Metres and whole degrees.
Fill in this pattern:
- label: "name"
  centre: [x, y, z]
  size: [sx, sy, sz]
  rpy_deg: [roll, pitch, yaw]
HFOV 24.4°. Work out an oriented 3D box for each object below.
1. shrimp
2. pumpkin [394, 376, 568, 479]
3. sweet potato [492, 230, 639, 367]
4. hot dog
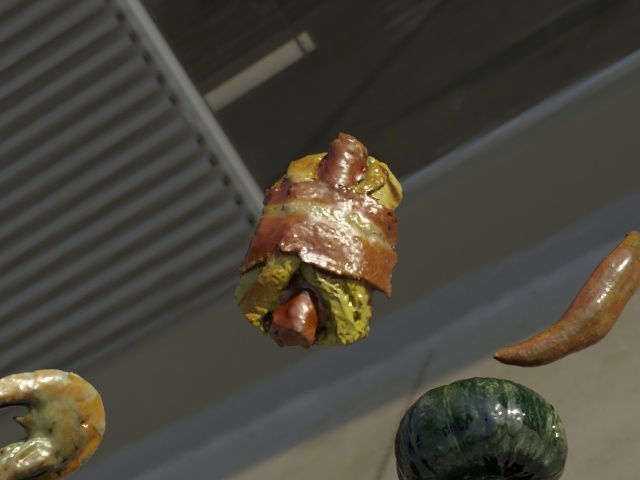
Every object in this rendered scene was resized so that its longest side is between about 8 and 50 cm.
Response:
- label: "shrimp"
  centre: [-0.371, 0.239, 1.741]
  size: [0.254, 0.145, 0.059]
  rpy_deg: [-23, 16, -20]
- label: "pumpkin"
  centre: [0.192, 0.258, 1.764]
  size: [0.211, 0.211, 0.152]
  rpy_deg: [-27, 41, 33]
- label: "sweet potato"
  centre: [0.323, 0.082, 1.793]
  size: [0.255, 0.078, 0.058]
  rpy_deg: [-41, -25, -17]
- label: "hot dog"
  centre: [0.000, 0.000, 1.361]
  size: [0.146, 0.103, 0.213]
  rpy_deg: [3, 67, 18]
